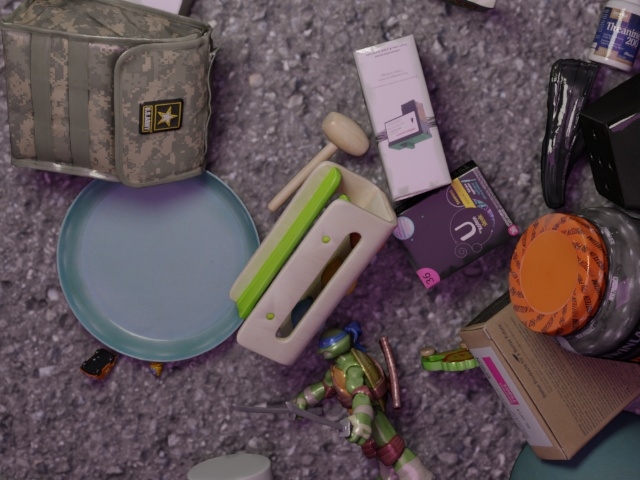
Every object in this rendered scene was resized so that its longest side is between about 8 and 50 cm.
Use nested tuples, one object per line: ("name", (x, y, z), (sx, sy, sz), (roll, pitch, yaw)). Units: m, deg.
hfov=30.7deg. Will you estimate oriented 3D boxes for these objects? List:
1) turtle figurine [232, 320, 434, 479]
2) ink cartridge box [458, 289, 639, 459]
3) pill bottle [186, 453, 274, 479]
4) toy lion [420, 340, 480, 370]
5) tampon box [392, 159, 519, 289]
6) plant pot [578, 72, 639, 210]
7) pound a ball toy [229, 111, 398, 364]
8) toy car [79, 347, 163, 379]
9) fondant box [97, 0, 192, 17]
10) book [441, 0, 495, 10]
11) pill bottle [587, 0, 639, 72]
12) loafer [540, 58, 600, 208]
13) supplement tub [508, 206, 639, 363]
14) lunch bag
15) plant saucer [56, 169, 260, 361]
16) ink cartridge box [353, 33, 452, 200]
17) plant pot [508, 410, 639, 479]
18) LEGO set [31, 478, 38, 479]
("turtle figurine", (0.028, 0.286, 1.746), (0.198, 0.275, 0.266), (-27, 102, 41))
("ink cartridge box", (0.346, 0.174, 1.721), (0.193, 0.088, 0.234), (-34, 95, -23))
("pill bottle", (-0.123, 0.483, 1.798), (0.162, 0.162, 0.278), (-7, 97, 4))
("toy lion", (0.203, 0.181, 1.766), (0.100, 0.096, 0.034), (-11, 97, 6))
("tampon box", (0.193, -0.025, 1.733), (0.161, 0.101, 0.120), (-33, 95, 7))
("plant pot", (0.471, -0.137, 1.637), (0.167, 0.188, 0.187), (-17, 105, -1))
("pound a ball toy", (0.000, 0.000, 1.702), (0.136, 0.208, 0.319), (26, 113, -24))
("toy car", (-0.312, 0.208, 1.824), (0.122, 0.060, 0.040), (12, 131, 8))
("fondant box", (-0.324, -0.475, 1.703), (0.330, 0.096, 0.238), (20, 99, -1))
("book", (0.199, -0.354, 1.663), (0.096, 0.144, 0.035), (20, 99, 1))
("pill bottle", (0.439, -0.311, 1.694), (0.067, 0.067, 0.120), (18, 99, 1))
("loafer", (0.368, -0.156, 1.716), (0.078, 0.076, 0.223), (6, 95, 10))
("supplement tub", (0.443, 0.068, 1.617), (0.338, 0.207, 0.207), (10, 100, -28))
("lunch bag", (-0.292, -0.212, 1.667), (0.287, 0.169, 0.235), (10, 125, 4))
("plant saucer", (-0.246, 0.028, 1.798), (0.318, 0.043, 0.317), (0, 99, 3))
("ink cartridge box", (0.117, -0.179, 1.686), (0.093, 0.160, 0.219), (-16, 98, 4))
("plant pot", (0.435, 0.417, 1.737), (0.290, 0.195, 0.290), (0, 98, 3))
("LEGO set", (-0.448, 0.496, 1.841), (0.331, 0.192, 0.255), (8, 128, 5))
